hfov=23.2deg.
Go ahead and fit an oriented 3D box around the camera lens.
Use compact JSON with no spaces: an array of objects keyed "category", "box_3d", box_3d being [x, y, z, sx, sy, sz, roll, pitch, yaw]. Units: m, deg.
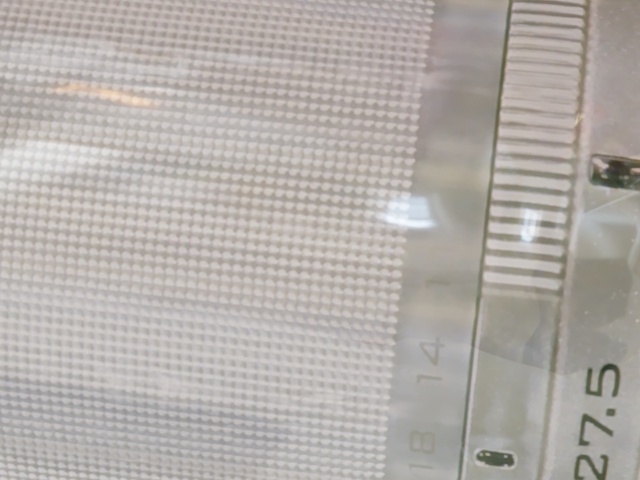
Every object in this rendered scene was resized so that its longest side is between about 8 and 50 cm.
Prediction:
[{"category":"camera lens","box_3d":[0.000,0.000,0.492,0.274,0.219,0.219,6,166,6]}]
